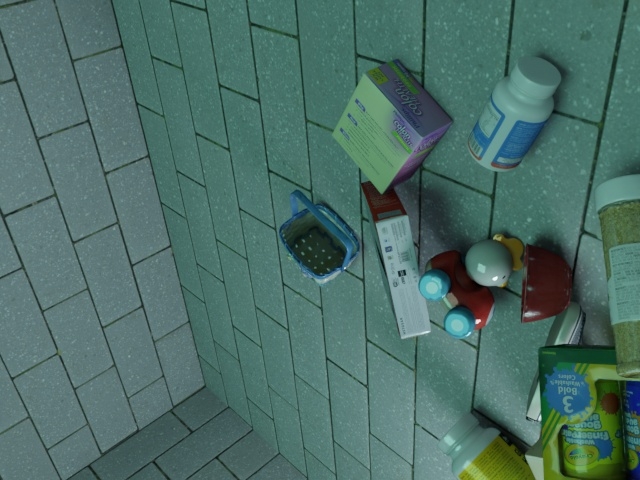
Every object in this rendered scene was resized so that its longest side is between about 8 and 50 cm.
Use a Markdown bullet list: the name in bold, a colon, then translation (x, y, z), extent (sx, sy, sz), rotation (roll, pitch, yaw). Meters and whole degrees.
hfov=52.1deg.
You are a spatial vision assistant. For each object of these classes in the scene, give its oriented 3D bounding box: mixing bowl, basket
- **mixing bowl**: translation (0.502, 0.098, 1.455), extent (0.098, 0.181, 0.181), rotation (3, 125, 14)
- **basket**: translation (0.000, 0.000, 2.003), extent (0.255, 0.201, 0.289), rotation (46, 155, 22)

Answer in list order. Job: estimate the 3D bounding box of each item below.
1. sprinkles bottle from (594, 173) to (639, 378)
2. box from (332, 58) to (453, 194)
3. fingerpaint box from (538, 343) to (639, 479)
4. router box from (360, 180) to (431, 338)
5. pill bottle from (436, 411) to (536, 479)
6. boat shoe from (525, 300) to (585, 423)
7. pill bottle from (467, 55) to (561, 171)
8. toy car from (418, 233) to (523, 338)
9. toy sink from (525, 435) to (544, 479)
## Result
- **sprinkles bottle**: translation (0.575, 0.063, 1.175), extent (0.121, 0.121, 0.355), rotation (-30, 55, 58)
- **box**: translation (0.170, -0.278, 1.623), extent (0.213, 0.117, 0.243), rotation (51, 148, 13)
- **fingerpaint box**: translation (0.654, 0.387, 1.226), extent (0.444, 0.163, 0.371), rotation (-5, 83, 41)
- **router box**: translation (0.195, 0.038, 1.726), extent (0.301, 0.082, 0.335), rotation (-99, -6, -67)
- **pill bottle**: translation (0.500, 0.662, 1.869), extent (0.334, 0.188, 0.188), rotation (45, 145, 21)
- **boat shoe**: translation (0.600, 0.301, 1.530), extent (0.158, 0.127, 0.341), rotation (15, 123, 14)
- **pill bottle**: translation (0.394, -0.255, 1.327), extent (0.124, 0.124, 0.221), rotation (46, 146, 20)
- **toy car**: translation (0.396, 0.088, 1.586), extent (0.238, 0.219, 0.210), rotation (-35, 86, 29)
- **toy sink**: translation (0.645, 0.602, 1.656), extent (0.131, 0.153, 0.234), rotation (-16, 104, 57)
